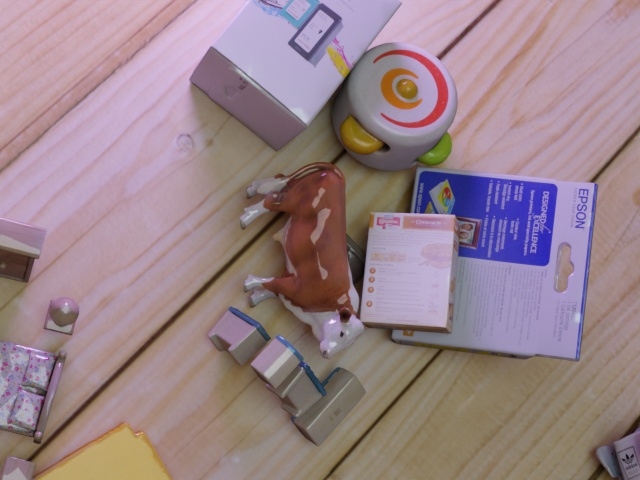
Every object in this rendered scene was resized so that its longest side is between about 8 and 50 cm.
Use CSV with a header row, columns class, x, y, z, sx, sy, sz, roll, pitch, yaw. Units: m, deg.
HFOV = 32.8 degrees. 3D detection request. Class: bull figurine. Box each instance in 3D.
class,x,y,z,sx,sy,sz,roll,pitch,yaw
bull figurine,-0.027,0.032,1.730,0.188,0.101,0.310,-2,89,7

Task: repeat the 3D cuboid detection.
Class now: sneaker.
class,x,y,z,sx,sy,sz,roll,pitch,yaw
sneaker,0.535,0.452,1.830,0.366,0.137,0.210,-31,86,-42
sneaker,0.000,0.000,1.801,0.188,0.066,0.071,44,75,-6

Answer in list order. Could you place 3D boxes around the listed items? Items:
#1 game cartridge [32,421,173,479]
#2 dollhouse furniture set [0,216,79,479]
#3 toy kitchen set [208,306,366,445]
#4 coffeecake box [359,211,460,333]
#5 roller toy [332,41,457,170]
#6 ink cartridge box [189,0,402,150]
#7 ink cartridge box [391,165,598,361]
class,x,y,z,sx,sy,sz,roll,pitch,yaw
game cartridge,-0.349,0.471,1.639,0.324,0.053,0.285,-30,91,-21
dollhouse furniture set,-0.513,0.149,1.544,0.303,0.174,0.355,16,70,-13
toy kitchen set,-0.055,0.199,1.759,0.122,0.166,0.207,-46,133,-17
coffeecake box,0.148,0.052,1.775,0.142,0.068,0.185,3,78,16
roller toy,0.123,-0.225,1.814,0.209,0.146,0.191,-1,70,-15
ink cartridge box,-0.046,-0.321,1.765,0.197,0.198,0.270,39,74,-9
ink cartridge box,0.291,0.040,1.818,0.307,0.072,0.303,7,77,11
